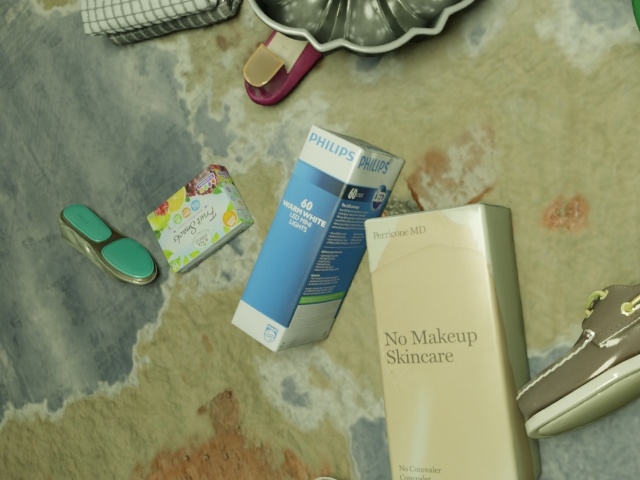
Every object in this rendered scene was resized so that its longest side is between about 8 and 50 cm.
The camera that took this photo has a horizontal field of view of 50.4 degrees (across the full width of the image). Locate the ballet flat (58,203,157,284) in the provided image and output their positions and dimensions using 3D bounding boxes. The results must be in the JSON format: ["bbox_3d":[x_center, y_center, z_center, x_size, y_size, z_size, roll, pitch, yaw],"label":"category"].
[{"bbox_3d":[-0.331,0.019,1.065,0.213,0.072,0.068,36,133,24],"label":"ballet flat"}]

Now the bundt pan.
[{"bbox_3d":[0.041,-0.358,0.777,0.330,0.124,0.331,0,88,0],"label":"bundt pan"}]

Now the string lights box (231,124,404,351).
[{"bbox_3d":[0.000,0.000,0.840,0.076,0.133,0.260,29,103,26],"label":"string lights box"}]

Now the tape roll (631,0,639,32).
[{"bbox_3d":[0.448,-0.254,0.591,0.321,0.077,0.322,1,92,14],"label":"tape roll"}]

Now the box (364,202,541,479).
[{"bbox_3d":[0.150,0.121,0.768,0.147,0.121,0.311,-9,86,28],"label":"box"}]

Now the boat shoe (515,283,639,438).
[{"bbox_3d":[0.325,0.080,0.671,0.324,0.116,0.097,-38,56,14],"label":"boat shoe"}]

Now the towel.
[{"bbox_3d":[-0.233,-0.442,0.974,0.234,0.121,0.284,-2,91,30],"label":"towel"}]

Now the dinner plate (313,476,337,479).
[{"bbox_3d":[0.029,0.371,0.874,0.141,0.017,0.141,16,111,47],"label":"dinner plate"}]

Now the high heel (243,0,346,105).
[{"bbox_3d":[-0.007,-0.276,0.897,0.082,0.117,0.244,39,89,1],"label":"high heel"}]

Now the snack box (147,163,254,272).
[{"bbox_3d":[-0.176,-0.030,0.988,0.141,0.037,0.100,-35,76,24],"label":"snack box"}]
